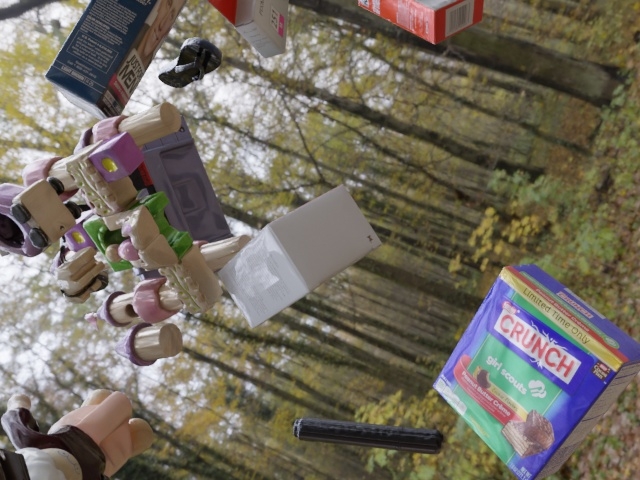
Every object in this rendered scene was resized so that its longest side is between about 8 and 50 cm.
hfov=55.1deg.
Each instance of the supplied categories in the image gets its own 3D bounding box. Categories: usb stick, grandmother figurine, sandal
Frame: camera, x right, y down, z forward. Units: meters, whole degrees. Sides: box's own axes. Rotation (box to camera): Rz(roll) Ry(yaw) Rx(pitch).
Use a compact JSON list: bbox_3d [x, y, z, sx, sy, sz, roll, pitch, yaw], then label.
[{"bbox_3d":[0.090,0.364,1.147,0.077,0.277,0.045,61,-147,-72],"label":"usb stick"},{"bbox_3d":[-0.303,0.261,0.754,0.104,0.207,0.342,-58,4,-6],"label":"grandmother figurine"},{"bbox_3d":[-0.315,-0.413,1.484,0.254,0.097,0.055,-15,61,55],"label":"sandal"}]

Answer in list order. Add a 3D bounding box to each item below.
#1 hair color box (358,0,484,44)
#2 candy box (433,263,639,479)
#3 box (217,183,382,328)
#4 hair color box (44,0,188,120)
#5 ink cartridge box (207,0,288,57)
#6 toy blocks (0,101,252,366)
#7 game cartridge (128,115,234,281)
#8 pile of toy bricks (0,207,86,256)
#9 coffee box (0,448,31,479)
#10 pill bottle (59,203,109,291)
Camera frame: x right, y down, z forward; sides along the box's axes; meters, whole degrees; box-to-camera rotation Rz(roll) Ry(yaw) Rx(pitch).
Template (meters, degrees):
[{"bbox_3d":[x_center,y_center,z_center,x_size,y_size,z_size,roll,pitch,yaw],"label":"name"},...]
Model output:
[{"bbox_3d":[0.138,-0.346,0.868,0.093,0.167,0.053,-31,-40,-20],"label":"hair color box"},{"bbox_3d":[0.401,0.249,1.163,0.122,0.268,0.317,-1,-55,-42],"label":"candy box"},{"bbox_3d":[-0.031,0.023,0.772,0.130,0.091,0.170,-30,-4,-37],"label":"box"},{"bbox_3d":[-0.360,-0.402,1.148,0.348,0.105,0.174,-62,7,-5],"label":"hair color box"},{"bbox_3d":[-0.153,-0.578,1.324,0.239,0.060,0.276,32,-125,-57],"label":"ink cartridge box"},{"bbox_3d":[-0.302,0.012,0.825,0.289,0.259,0.309,63,-149,-24],"label":"toy blocks"},{"bbox_3d":[-0.337,-0.076,1.327,0.230,0.355,0.068,-23,2,-33],"label":"game cartridge"},{"bbox_3d":[-0.645,-0.050,1.416,0.118,0.212,0.105,-126,21,-72],"label":"pile of toy bricks"},{"bbox_3d":[-0.233,0.236,0.391,0.118,0.168,0.297,-17,-11,-27],"label":"coffee box"},{"bbox_3d":[-0.630,0.021,1.636,0.123,0.122,0.220,78,-176,-69],"label":"pill bottle"}]
